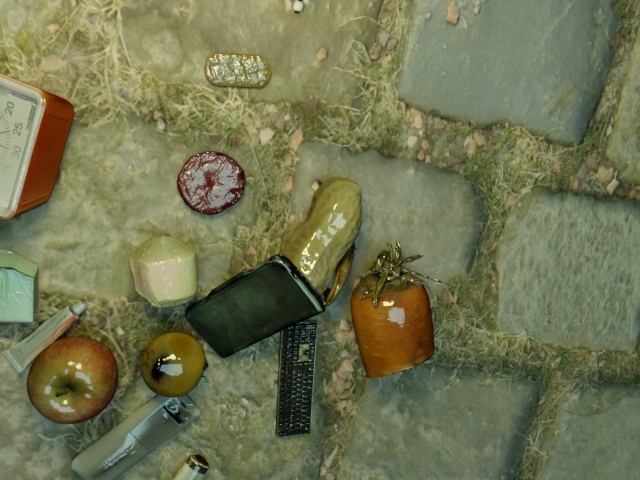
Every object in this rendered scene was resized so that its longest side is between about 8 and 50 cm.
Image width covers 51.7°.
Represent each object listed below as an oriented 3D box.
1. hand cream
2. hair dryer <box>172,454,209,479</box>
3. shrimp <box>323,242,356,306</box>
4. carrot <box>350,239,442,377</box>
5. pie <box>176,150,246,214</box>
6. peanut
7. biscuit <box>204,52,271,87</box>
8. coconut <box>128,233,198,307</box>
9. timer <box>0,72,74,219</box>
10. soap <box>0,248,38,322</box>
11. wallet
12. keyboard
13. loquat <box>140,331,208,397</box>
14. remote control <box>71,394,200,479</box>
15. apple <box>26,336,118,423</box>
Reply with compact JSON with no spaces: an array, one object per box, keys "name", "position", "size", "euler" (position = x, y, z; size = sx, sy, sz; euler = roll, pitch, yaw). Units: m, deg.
[{"name":"hand cream","position":[-0.607,0.208,1.476],"size":[0.216,0.052,0.038],"euler":[-39,144,1]},{"name":"hair dryer","position":[-0.384,0.675,1.640],"size":[0.203,0.128,0.362],"euler":[37,86,-20]},{"name":"shrimp","position":[0.043,0.089,1.592],"size":[0.034,0.124,0.178],"euler":[23,55,-7]},{"name":"carrot","position":[0.174,0.178,1.582],"size":[0.193,0.214,0.330],"euler":[-22,108,-32]},{"name":"pie","position":[-0.243,-0.128,1.476],"size":[0.155,0.036,0.154],"euler":[-4,107,-13]},{"name":"peanut","position":[0.000,0.000,1.526],"size":[0.149,0.149,0.313],"euler":[30,95,-20]},{"name":"biscuit","position":[-0.179,-0.369,1.433],"size":[0.147,0.018,0.071],"euler":[0,104,-15]},{"name":"coconut","position":[-0.341,0.060,1.453],"size":[0.147,0.147,0.152],"euler":[-7,110,-12]},{"name":"timer","position":[-0.645,-0.203,1.293],"size":[0.250,0.161,0.257],"euler":[20,100,-1]},{"name":"soap","position":[-0.722,0.094,1.390],"size":[0.231,0.091,0.145],"euler":[3,105,-16]},{"name":"wallet","position":[-0.158,0.154,1.505],"size":[0.318,0.045,0.172],"euler":[-30,109,28]},{"name":"keyboard","position":[-0.064,0.352,1.666],"size":[0.106,0.027,0.316],"euler":[-1,106,-15]},{"name":"loquat","position":[-0.336,0.286,1.520],"size":[0.163,0.137,0.163],"euler":[1,87,-22]},{"name":"remote control","position":[-0.443,0.482,1.591],"size":[0.313,0.055,0.109],"euler":[-37,111,-2]},{"name":"apple","position":[-0.540,0.302,1.452],"size":[0.188,0.174,0.188],"euler":[-3,103,-12]}]
